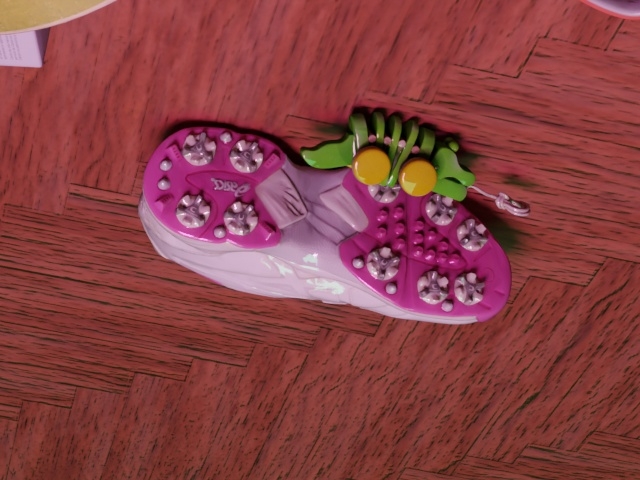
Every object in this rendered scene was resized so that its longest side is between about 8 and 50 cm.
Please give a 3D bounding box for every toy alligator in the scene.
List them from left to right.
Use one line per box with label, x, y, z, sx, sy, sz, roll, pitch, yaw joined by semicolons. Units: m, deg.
toy alligator;0.079;-0.063;1.348;0.190;0.056;0.051;12;105;-14

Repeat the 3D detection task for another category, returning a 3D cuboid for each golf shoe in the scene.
golf shoe;0.000;0.000;1.417;0.306;0.115;0.140;19;156;-9

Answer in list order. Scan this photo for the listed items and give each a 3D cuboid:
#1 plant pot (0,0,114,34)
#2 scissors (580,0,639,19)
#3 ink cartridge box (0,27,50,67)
plant pot;-0.180;-0.295;0.842;0.275;0.275;0.293;-15;137;28
scissors;0.123;-0.222;1.119;0.297;0.021;0.109;22;143;-25
ink cartridge box;-0.275;-0.185;1.186;0.175;0.072;0.127;3;147;3
